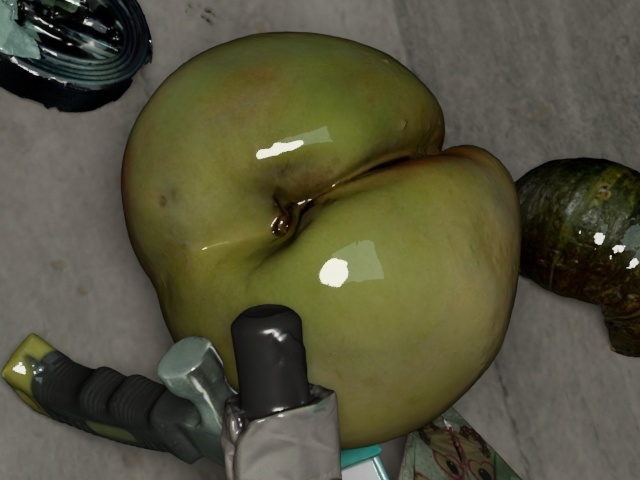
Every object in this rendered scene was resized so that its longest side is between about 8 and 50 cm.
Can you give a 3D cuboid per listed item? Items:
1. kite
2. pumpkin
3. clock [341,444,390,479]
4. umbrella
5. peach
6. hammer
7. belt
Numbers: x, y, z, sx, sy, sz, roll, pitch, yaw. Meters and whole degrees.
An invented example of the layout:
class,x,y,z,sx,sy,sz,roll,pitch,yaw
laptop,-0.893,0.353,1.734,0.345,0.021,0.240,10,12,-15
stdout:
class,x,y,z,sx,sy,sz,roll,pitch,yaw
kite,0.123,0.207,1.193,0.229,0.012,0.250,15,40,-48
pumpkin,0.236,0.006,1.295,0.183,0.107,0.119,35,73,-7
clock,-0.046,0.287,1.124,0.262,0.116,0.231,-18,79,-24
umbrella,-0.015,0.203,0.990,0.073,0.067,0.337,-14,106,-33
peach,0.000,-0.001,1.120,0.292,0.292,0.247,44,90,-5
hammer,-0.115,0.113,1.083,0.041,0.226,0.159,-52,130,-29
belt,-0.190,-0.152,1.200,0.140,0.058,0.105,18,68,-15
